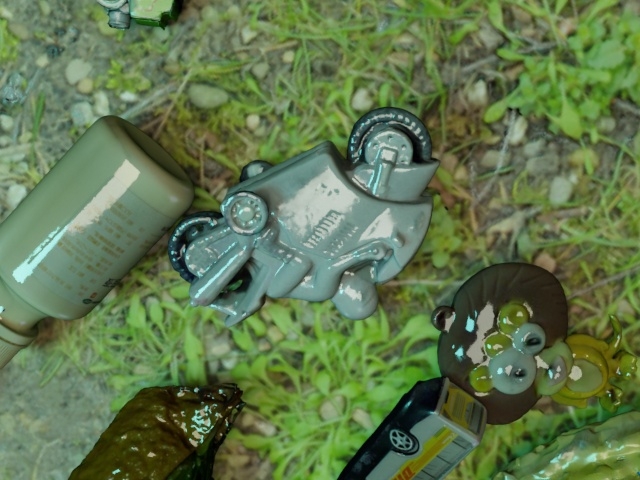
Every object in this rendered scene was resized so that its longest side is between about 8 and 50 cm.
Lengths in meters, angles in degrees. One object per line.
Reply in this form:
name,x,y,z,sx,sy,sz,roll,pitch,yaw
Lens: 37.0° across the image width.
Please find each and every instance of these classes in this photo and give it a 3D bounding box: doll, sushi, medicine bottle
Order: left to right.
medicine bottle,-0.233,0.010,0.861,0.114,0.114,0.252,45,97,0
sushi,-0.159,0.257,0.867,0.140,0.149,0.287,29,72,31
doll,0.191,0.090,0.846,0.188,0.096,0.145,-3,102,-5

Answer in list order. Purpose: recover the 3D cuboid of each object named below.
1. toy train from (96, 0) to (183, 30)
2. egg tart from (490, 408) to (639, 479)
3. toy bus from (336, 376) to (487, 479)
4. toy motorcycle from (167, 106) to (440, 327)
toy train,-0.155,-0.289,0.858,0.081,0.060,0.202,7,95,-3
egg tart,0.293,0.336,0.812,0.388,0.169,0.388,3,100,14
toy bus,0.076,0.193,0.847,0.072,0.057,0.172,33,127,-1
toy motorcycle,0.000,0.000,0.850,0.260,0.110,0.171,-29,104,12
